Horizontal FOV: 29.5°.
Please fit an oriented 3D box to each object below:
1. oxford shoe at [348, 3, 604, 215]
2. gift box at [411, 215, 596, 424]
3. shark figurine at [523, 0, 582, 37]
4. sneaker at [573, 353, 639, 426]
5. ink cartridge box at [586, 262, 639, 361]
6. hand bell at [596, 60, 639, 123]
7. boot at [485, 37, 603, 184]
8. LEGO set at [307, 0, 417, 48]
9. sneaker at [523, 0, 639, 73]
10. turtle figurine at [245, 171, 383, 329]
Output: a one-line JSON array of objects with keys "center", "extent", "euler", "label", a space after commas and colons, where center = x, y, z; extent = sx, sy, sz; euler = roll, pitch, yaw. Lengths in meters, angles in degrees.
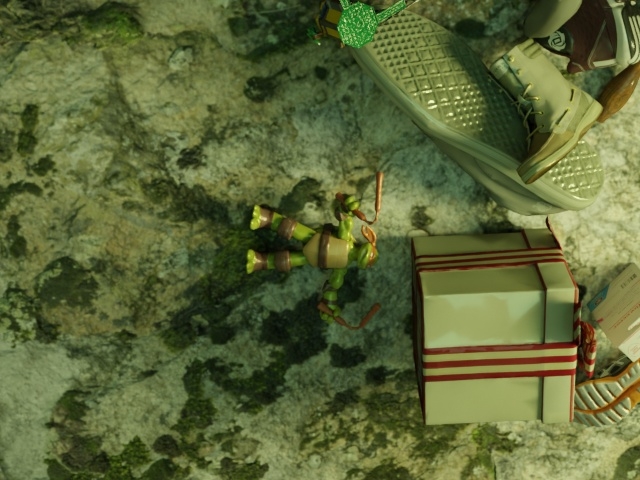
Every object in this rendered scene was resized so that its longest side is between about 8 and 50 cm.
[{"center": [0.214, -0.177, 1.795], "extent": [0.449, 0.130, 0.169], "euler": [35, 60, -11], "label": "oxford shoe"}, {"center": [0.272, 0.114, 1.824], "extent": [0.258, 0.255, 0.276], "euler": [-2, 118, 0], "label": "gift box"}, {"center": [0.307, -0.380, 1.615], "extent": [0.166, 0.116, 0.278], "euler": [-2, 132, 31], "label": "shark figurine"}, {"center": [0.486, 0.231, 1.967], "extent": [0.215, 0.083, 0.084], "euler": [-31, 102, 27], "label": "sneaker"}, {"center": [0.487, 0.116, 1.871], "extent": [0.061, 0.181, 0.104], "euler": [42, 103, -13], "label": "ink cartridge box"}, {"center": [0.481, -0.273, 1.796], "extent": [0.126, 0.126, 0.242], "euler": [28, 117, -10], "label": "hand bell"}, {"center": [0.296, -0.187, 1.719], "extent": [0.165, 0.213, 0.077], "euler": [46, 140, -3], "label": "boot"}, {"center": [0.069, -0.432, 1.692], "extent": [0.331, 0.192, 0.255], "euler": [-40, 122, -10], "label": "LEGO set"}, {"center": [0.356, -0.373, 1.752], "extent": [0.162, 0.106, 0.281], "euler": [-15, 88, 35], "label": "sneaker"}, {"center": [0.000, 0.000, 1.870], "extent": [0.217, 0.087, 0.270], "euler": [10, 117, 3], "label": "turtle figurine"}]
